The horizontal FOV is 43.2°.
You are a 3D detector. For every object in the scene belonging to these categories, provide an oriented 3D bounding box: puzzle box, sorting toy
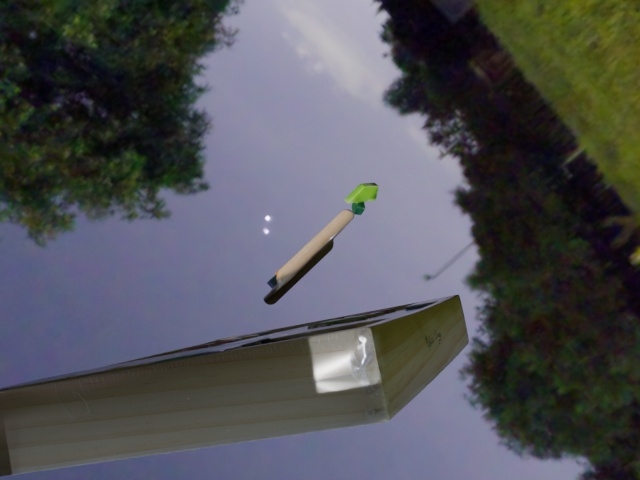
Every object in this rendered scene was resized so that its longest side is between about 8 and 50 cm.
[{"bbox_3d":[-0.041,0.098,0.630,0.409,0.272,0.052,6,-108,-74],"label":"puzzle box"},{"bbox_3d":[0.000,0.000,0.453,0.012,0.083,0.062,45,162,5],"label":"sorting toy"}]
